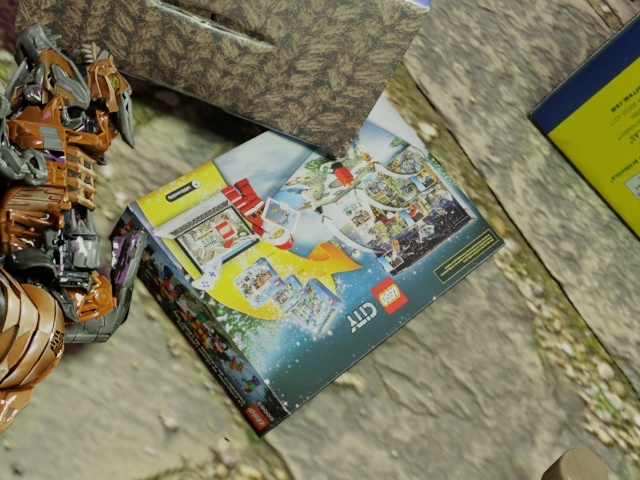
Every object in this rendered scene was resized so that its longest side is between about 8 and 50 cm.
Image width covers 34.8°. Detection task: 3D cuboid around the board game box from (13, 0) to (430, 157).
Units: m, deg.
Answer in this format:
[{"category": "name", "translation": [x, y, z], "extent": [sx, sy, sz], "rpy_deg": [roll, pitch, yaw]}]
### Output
[{"category": "board game box", "translation": [-0.044, -0.239, 0.706], "extent": [0.232, 0.141, 0.291], "rpy_deg": [20, 50, -11]}]

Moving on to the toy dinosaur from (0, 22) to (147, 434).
[{"category": "toy dinosaur", "translation": [-0.193, 0.020, 0.505], "extent": [0.218, 0.164, 0.322], "rpy_deg": [30, 41, -31]}]

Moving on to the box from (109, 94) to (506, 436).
[{"category": "box", "translation": [0.000, 0.000, 0.685], "extent": [0.233, 0.044, 0.159], "rpy_deg": [-33, 82, -38]}]

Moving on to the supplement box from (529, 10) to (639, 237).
[{"category": "supplement box", "translation": [0.391, -0.065, 0.850], "extent": [0.356, 0.195, 0.194], "rpy_deg": [48, 51, 2]}]

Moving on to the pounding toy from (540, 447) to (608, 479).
[{"category": "pounding toy", "translation": [0.222, 0.216, 0.663], "extent": [0.206, 0.094, 0.181], "rpy_deg": [38, 56, 6]}]
